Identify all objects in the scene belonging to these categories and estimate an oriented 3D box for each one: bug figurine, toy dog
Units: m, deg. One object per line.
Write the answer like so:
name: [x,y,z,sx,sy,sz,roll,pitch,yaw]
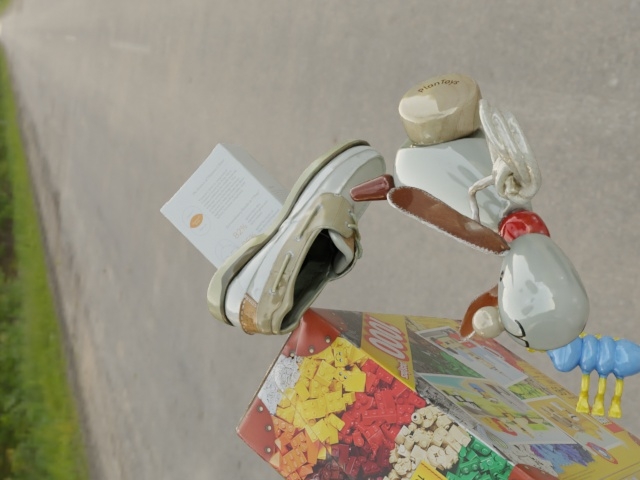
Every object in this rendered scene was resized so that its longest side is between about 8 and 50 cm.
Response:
bug figurine: [0.278,0.180,0.790,0.072,0.216,0.279,83,-165,-50]
toy dog: [0.116,-0.020,0.884,0.333,0.161,0.220,-87,-28,-74]

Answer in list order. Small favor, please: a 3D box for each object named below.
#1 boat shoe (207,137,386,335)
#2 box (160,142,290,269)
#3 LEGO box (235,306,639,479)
boat shoe: [0.000,0.000,1.142,0.103,0.302,0.113,21,149,33]
box: [-0.107,-0.031,1.311,0.130,0.170,0.091,-47,-7,13]
LEGO box: [0.192,0.272,1.262,0.372,0.500,0.193,35,102,29]
